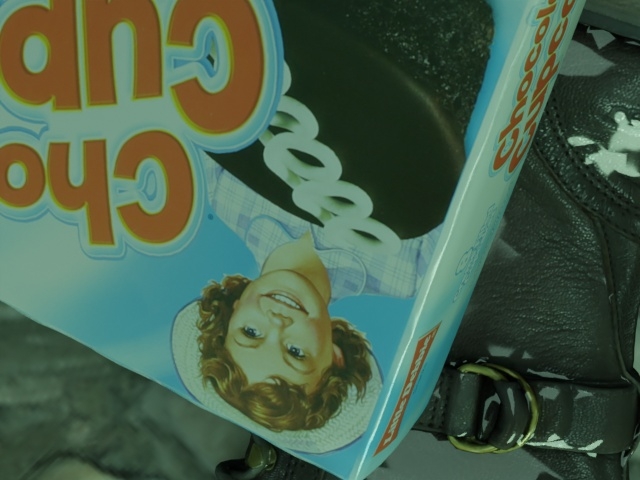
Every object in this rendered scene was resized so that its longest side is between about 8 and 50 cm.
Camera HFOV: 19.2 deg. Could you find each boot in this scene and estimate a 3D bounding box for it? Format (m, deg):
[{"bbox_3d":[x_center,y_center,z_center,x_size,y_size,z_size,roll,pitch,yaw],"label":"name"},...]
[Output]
[{"bbox_3d":[0.000,0.000,0.589,0.263,0.091,0.229,16,102,7],"label":"boot"}]

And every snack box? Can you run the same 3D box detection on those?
[{"bbox_3d":[-0.092,-0.087,0.524,0.322,0.060,0.187,26,117,15],"label":"snack box"}]
